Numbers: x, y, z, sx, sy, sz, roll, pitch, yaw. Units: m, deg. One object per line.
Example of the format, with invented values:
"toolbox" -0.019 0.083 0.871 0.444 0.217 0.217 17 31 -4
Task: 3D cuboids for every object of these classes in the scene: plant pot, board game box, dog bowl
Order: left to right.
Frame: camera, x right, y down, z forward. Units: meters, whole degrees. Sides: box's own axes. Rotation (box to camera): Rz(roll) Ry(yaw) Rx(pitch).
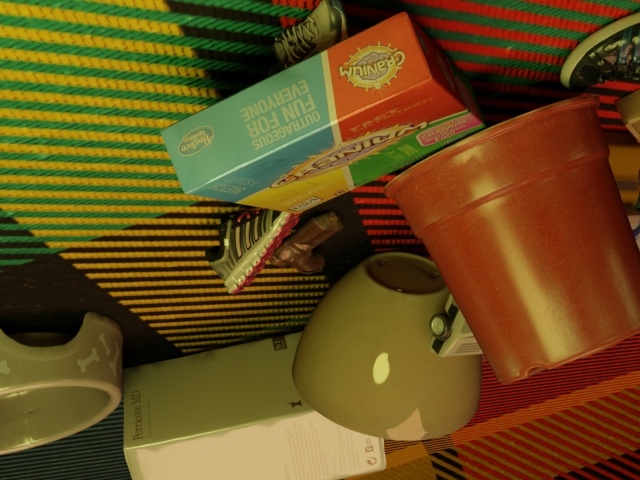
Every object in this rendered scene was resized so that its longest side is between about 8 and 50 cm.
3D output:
"dog bowl" -0.439 0.211 1.564 0.349 0.102 0.349 -15 160 -6
"board game box" 0.020 -0.109 1.088 0.242 0.064 0.316 -24 171 15
"plant pot" 0.110 0.128 1.629 0.284 0.284 0.190 -6 120 -28
"plant pot" 0.248 0.009 1.296 0.272 0.265 0.272 -22 173 -3

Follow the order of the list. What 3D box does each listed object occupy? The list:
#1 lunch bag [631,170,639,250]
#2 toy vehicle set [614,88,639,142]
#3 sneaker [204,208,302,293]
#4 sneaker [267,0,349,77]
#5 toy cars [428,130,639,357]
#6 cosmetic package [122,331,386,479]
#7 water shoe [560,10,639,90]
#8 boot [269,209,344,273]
"lunch bag" 0.447 -0.020 1.646 0.176 0.090 0.219 -4 154 -25
"toy vehicle set" 0.519 -0.196 1.405 0.267 0.035 0.166 -26 158 21
"sneaker" -0.082 -0.016 1.337 0.170 0.075 0.063 -53 172 24
"sneaker" -0.013 -0.173 1.017 0.058 0.052 0.135 -5 155 -20
"toy cars" 0.300 0.020 1.481 0.394 0.087 0.176 -41 136 -5
"cosmetic package" -0.109 0.278 1.746 0.385 0.217 0.156 -11 120 -7
"water shoe" 0.355 -0.202 1.197 0.203 0.080 0.073 -28 156 24
"boot" 0.000 0.000 1.485 0.106 0.037 0.114 3 146 -47
